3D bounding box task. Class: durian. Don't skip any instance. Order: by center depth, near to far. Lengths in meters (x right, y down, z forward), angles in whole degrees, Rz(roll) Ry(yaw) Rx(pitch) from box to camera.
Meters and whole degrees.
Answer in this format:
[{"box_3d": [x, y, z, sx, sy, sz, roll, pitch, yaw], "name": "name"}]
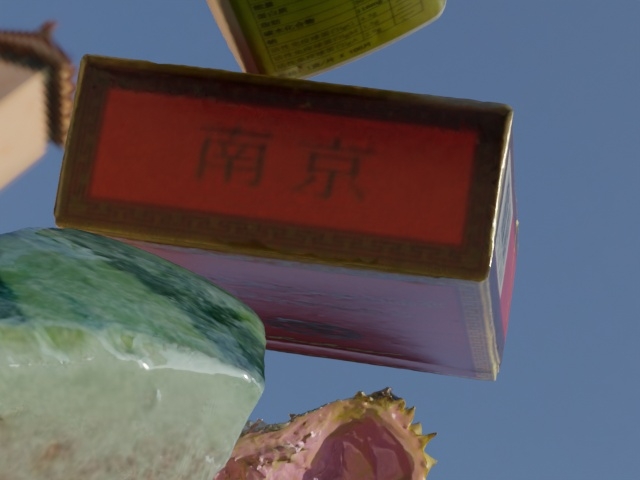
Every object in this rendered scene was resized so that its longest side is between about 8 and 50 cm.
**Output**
[{"box_3d": [-0.031, 0.172, 1.209, 0.165, 0.182, 0.132, 26, -49, 34], "name": "durian"}]

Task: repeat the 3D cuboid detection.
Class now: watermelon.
[{"box_3d": [-0.057, 0.044, 0.445, 0.081, 0.180, 0.094, 24, -62, 10], "name": "watermelon"}]

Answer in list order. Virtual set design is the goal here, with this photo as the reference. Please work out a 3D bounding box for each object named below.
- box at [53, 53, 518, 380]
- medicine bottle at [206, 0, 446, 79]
[{"box_3d": [0.000, -0.001, 0.703, 0.153, 0.074, 0.240, 4, -12, 8], "name": "box"}, {"box_3d": [-0.025, -0.153, 0.594, 0.188, 0.088, 0.132, 66, 2, -66], "name": "medicine bottle"}]
